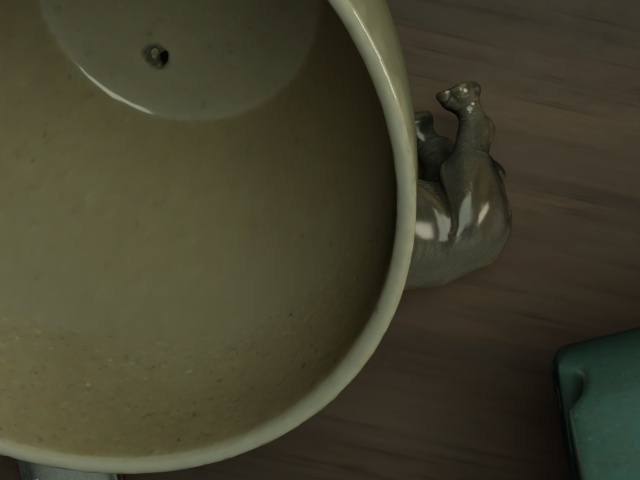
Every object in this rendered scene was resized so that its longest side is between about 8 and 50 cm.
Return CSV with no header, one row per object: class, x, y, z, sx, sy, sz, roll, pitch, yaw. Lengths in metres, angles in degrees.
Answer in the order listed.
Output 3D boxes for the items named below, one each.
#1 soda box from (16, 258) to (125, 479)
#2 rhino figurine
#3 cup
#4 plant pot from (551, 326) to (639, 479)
soda box,-0.150,0.098,0.806,0.053,0.060,0.169,-14,86,-5
rhino figurine,0.000,0.000,0.825,0.243,0.073,0.106,-22,84,-6
cup,-0.100,-0.088,0.698,0.331,0.237,0.331,6,124,9
plant pot,0.302,0.152,0.713,0.334,0.341,0.341,-9,85,7
